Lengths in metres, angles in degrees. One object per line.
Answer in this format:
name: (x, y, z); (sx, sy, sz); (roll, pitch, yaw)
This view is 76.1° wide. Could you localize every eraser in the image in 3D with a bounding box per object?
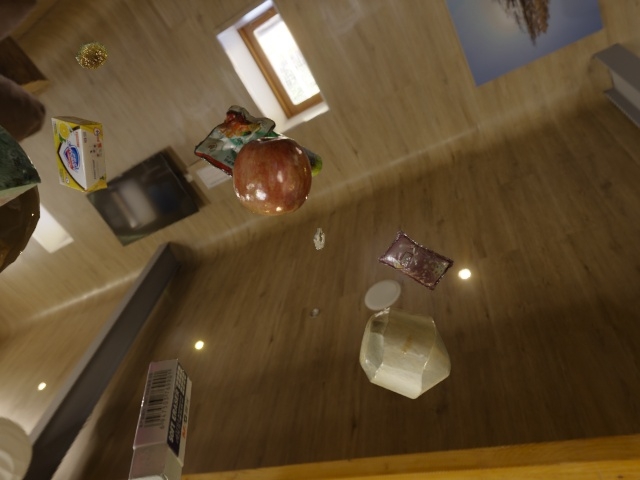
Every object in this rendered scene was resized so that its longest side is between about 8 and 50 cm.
eraser: (-0.371, 0.435, 0.960); (0.086, 0.130, 0.287); (-8, -142, -5)

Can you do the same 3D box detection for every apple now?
apple: (-0.114, -0.154, 0.965); (0.188, 0.173, 0.188); (-1, -161, 0)

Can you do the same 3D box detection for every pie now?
pie: (-0.615, -0.500, 1.105); (0.084, 0.020, 0.084); (-34, 165, -10)

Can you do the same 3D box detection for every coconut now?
coconut: (0.212, 0.276, 1.006); (0.222, 0.202, 0.202); (16, -144, 3)

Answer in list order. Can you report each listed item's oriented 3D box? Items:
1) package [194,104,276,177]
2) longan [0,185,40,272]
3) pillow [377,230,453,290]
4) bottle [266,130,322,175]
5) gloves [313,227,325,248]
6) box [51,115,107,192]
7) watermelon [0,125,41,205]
package: (-0.256, -0.312, 1.236); (0.232, 0.166, 0.040); (-55, 169, -19)
longan: (-0.825, -0.080, 0.858); (0.404, 0.404, 0.436); (-53, -175, -38)
pillow: (0.271, 0.058, 1.166); (0.118, 0.185, 0.043); (-60, 177, 19)
bottle: (-0.100, -0.297, 1.425); (0.093, 0.093, 0.330); (-21, 169, 22)
gloves: (-0.002, 0.000, 1.256); (0.044, 0.080, 0.037); (10, -166, 41)
box: (-0.934, -0.336, 1.589); (0.168, 0.265, 0.097); (19, -155, 20)
watermelon: (-0.604, -0.101, 0.627); (0.213, 0.290, 0.319); (-53, -130, 43)
